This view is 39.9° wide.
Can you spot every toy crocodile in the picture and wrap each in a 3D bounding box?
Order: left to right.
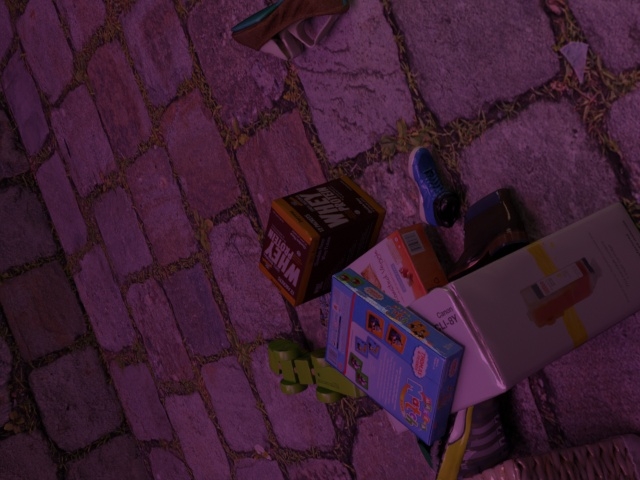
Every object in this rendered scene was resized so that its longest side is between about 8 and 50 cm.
[{"bbox_3d":[-0.011,0.297,2.048,0.340,0.105,0.115,3,109,48],"label":"toy crocodile"}]

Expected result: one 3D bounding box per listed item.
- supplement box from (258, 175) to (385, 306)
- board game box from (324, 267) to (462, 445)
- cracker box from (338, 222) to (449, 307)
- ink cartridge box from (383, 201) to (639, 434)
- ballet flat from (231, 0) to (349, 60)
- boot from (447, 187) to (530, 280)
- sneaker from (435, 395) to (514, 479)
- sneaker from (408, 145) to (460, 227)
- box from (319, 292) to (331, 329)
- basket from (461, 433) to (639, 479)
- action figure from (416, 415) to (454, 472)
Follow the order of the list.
[{"bbox_3d":[0.000,0.000,1.785,0.129,0.194,0.191,45,139,30],"label":"supplement box"},{"bbox_3d":[0.092,0.156,1.201,0.211,0.039,0.160,36,136,37],"label":"board game box"},{"bbox_3d":[0.139,0.086,1.688,0.232,0.067,0.156,-41,70,54],"label":"cracker box"},{"bbox_3d":[0.278,0.116,1.302,0.160,0.384,0.279,63,145,10],"label":"ink cartridge box"},{"bbox_3d":[-0.056,-0.430,1.741,0.342,0.116,0.124,-18,112,52],"label":"ballet flat"},{"bbox_3d":[0.284,-0.004,1.529,0.219,0.082,0.106,137,130,-58],"label":"boot"},{"bbox_3d":[0.308,0.335,1.635,0.121,0.111,0.300,17,116,8],"label":"sneaker"},{"bbox_3d":[0.208,-0.094,1.573,0.084,0.058,0.152,20,127,54],"label":"sneaker"},{"bbox_3d":[0.036,0.145,1.957,0.094,0.027,0.137,27,128,46],"label":"box"},{"bbox_3d":[0.369,0.514,1.420,0.328,0.266,0.331,-48,47,53],"label":"basket"},{"bbox_3d":[0.232,0.379,1.754,0.063,0.137,0.232,-2,114,41],"label":"action figure"}]
